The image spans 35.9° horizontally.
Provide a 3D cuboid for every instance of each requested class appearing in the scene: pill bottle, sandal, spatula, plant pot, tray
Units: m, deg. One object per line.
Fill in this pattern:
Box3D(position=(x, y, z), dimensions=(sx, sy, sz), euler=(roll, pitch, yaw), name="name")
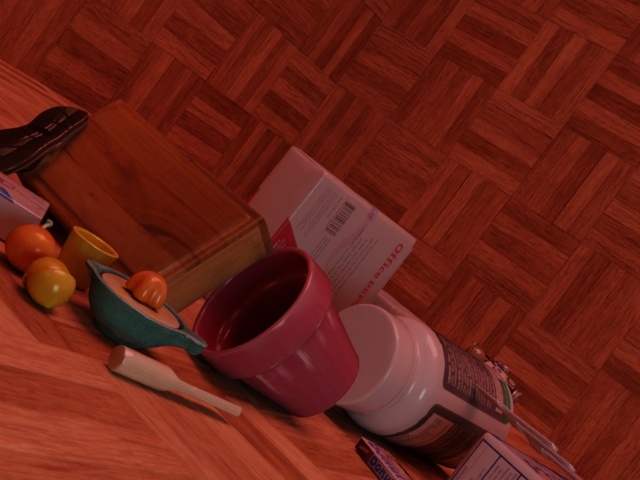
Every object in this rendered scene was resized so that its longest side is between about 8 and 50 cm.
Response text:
Box3D(position=(0.160, 0.250, 1.685), dimensions=(0.361, 0.204, 0.204), euler=(35, 3, -43), name="pill bottle")
Box3D(position=(-0.435, -0.138, 1.484), dimensions=(0.090, 0.060, 0.219), euler=(23, 39, 19), name="sandal")
Box3D(position=(0.347, 0.316, 1.559), dimensions=(0.168, 0.019, 0.242), euler=(48, -5, -21), name="spatula")
Box3D(position=(-0.047, 0.140, 1.365), dimensions=(0.180, 0.201, 0.201), euler=(53, -5, -28), name="plant pot")
Box3D(position=(-0.273, -0.057, 1.452), dimensions=(0.411, 0.203, 0.076), euler=(39, -26, 38), name="tray")

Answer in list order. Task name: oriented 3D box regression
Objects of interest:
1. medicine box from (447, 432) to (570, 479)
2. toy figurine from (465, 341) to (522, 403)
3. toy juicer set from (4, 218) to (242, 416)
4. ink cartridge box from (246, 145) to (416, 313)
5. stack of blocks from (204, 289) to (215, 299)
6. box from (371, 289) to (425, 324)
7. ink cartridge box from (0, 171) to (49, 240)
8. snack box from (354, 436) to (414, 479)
Box3D(position=(0.341, 0.437, 1.371), dimensions=(0.263, 0.149, 0.289), euler=(34, 4, -38), name="medicine box")
Box3D(position=(0.313, 0.329, 2.129), dimensions=(0.148, 0.209, 0.213), euler=(49, 6, 23), name="toy figurine")
Box3D(position=(-0.231, 0.068, 1.138), dimensions=(0.329, 0.089, 0.209), euler=(38, 3, 27), name="toy juicer set")
Box3D(position=(0.000, 0.000, 1.848), dimensions=(0.306, 0.226, 0.131), euler=(35, 5, -46), name="ink cartridge box")
Box3D(position=(-0.161, 0.075, 1.853), dimensions=(0.297, 0.087, 0.171), euler=(35, 3, -24), name="stack of blocks")
Box3D(position=(0.093, 0.192, 2.032), dimensions=(0.119, 0.182, 0.181), euler=(39, 4, 31), name="box")
Box3D(position=(-0.403, -0.043, 1.268), dimensions=(0.088, 0.052, 0.122), euler=(35, 2, -15), name="ink cartridge box")
Box3D(position=(0.112, 0.344, 1.407), dimensions=(0.064, 0.022, 0.178), euler=(33, 5, -32), name="snack box")
